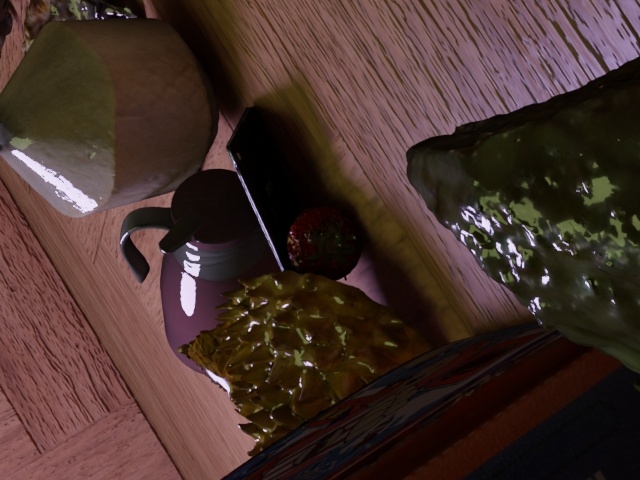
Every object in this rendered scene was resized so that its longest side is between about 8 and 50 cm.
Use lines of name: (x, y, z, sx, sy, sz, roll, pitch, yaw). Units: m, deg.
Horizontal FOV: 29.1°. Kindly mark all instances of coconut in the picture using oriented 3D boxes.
coconut: (-0.226, -0.128, 1.253, 0.202, 0.222, 0.202, 21, 118, 45)

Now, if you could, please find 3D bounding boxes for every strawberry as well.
strawberry: (0.000, 0.000, 1.148, 0.073, 0.073, 0.083, 67, 169, -22)

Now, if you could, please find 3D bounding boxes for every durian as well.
durian: (0.014, 0.123, 1.131, 0.305, 0.185, 0.195, 33, 125, 9)

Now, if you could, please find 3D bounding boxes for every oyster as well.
oyster: (-0.302, -0.261, 1.480, 0.275, 0.100, 0.271, 50, 145, 38)

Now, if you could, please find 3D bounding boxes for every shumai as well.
shumai: (0.167, 0.019, 0.561, 0.218, 0.189, 0.256, 65, 166, -11)

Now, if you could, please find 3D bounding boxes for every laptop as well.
laptop: (-0.041, -0.032, 1.186, 0.129, 0.016, 0.180, -76, -34, -65)

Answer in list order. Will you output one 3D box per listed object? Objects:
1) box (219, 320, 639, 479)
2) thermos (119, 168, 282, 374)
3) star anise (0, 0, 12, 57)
box: (0.099, 0.219, 0.831, 0.256, 0.319, 0.349, 61, 162, 1)
thermos: (-0.120, 0.029, 1.330, 0.265, 0.177, 0.145, 89, -179, -59)
star anise: (-0.569, -0.419, 1.898, 0.332, 0.118, 0.331, 39, 149, 30)
